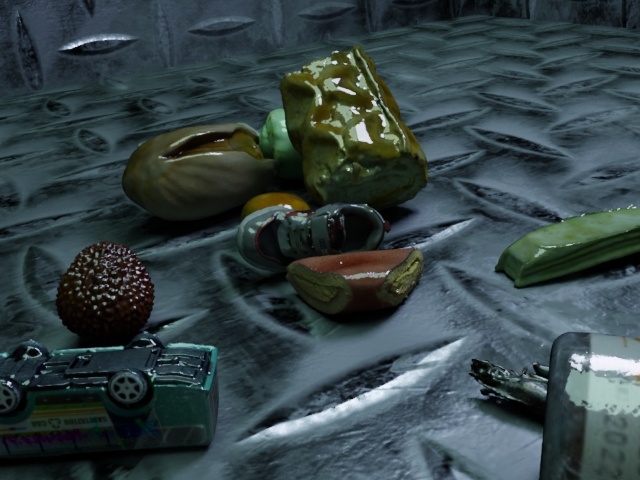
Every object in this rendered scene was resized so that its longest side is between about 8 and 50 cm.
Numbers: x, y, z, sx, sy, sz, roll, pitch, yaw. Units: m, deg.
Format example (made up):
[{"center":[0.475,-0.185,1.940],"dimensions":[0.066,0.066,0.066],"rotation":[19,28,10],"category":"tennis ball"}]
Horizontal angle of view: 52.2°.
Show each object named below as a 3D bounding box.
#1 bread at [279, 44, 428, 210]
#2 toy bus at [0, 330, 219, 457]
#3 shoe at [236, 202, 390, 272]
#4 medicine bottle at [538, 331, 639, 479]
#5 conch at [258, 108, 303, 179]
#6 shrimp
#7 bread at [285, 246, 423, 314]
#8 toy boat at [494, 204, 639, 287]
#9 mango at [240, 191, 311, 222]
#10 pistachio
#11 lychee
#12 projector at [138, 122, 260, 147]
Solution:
[{"center":[0.053,-0.180,1.112],"dimensions":[0.238,0.196,0.252],"rotation":[-20,66,-20],"category":"bread"},{"center":[-0.232,0.155,0.650],"dimensions":[0.261,0.109,0.091],"rotation":[-3,24,0],"category":"toy bus"},{"center":[0.000,-0.001,0.920],"dimensions":[0.227,0.100,0.125],"rotation":[-8,9,-15],"category":"shoe"},{"center":[0.305,0.161,0.476],"dimensions":[0.273,0.165,0.165],"rotation":[4,27,19],"category":"medicine bottle"},{"center":[-0.005,-0.181,1.301],"dimensions":[0.250,0.144,0.137],"rotation":[6,39,-14],"category":"conch"},{"center":[0.232,0.155,0.665],"dimensions":[0.161,0.034,0.091],"rotation":[17,21,27],"category":"shrimp"},{"center":[0.050,0.055,0.853],"dimensions":[0.192,0.067,0.119],"rotation":[-5,16,-1],"category":"bread"},{"center":[0.389,-0.001,0.927],"dimensions":[0.292,0.055,0.093],"rotation":[-13,29,-15],"category":"toy boat"},{"center":[-0.075,-0.035,1.048],"dimensions":[0.111,0.090,0.163],"rotation":[-6,13,-29],"category":"mango"},{"center":[-0.214,-0.116,1.177],"dimensions":[0.288,0.197,0.166],"rotation":[-12,67,-40],"category":"pistachio"},{"center":[-0.275,0.066,0.833],"dimensions":[0.123,0.129,0.123],"rotation":[-18,-10,-3],"category":"lychee"},{"center":[-0.252,-0.196,1.421],"dimensions":[0.257,0.079,0.259],"rotation":[-15,26,-18],"category":"projector"}]
